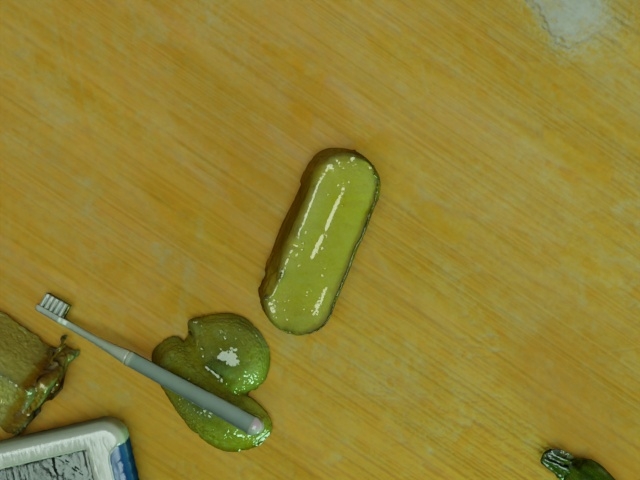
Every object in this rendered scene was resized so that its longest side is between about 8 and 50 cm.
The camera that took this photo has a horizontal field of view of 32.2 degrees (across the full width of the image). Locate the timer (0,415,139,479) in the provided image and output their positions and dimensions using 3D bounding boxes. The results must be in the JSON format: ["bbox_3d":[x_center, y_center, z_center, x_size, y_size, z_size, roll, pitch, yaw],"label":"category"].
[{"bbox_3d":[-0.358,0.335,1.431,0.253,0.078,0.178,-12,93,-1],"label":"timer"}]

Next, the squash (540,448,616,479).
[{"bbox_3d":[0.396,0.397,1.443,0.080,0.071,0.318,-30,94,3],"label":"squash"}]

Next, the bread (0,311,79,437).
[{"bbox_3d":[-0.409,0.175,1.409,0.147,0.127,0.152,35,111,-3],"label":"bread"}]

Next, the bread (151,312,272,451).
[{"bbox_3d":[-0.123,0.185,1.428,0.149,0.065,0.188,-36,92,-2],"label":"bread"}]

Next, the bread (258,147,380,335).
[{"bbox_3d":[0.000,0.000,1.399,0.102,0.094,0.245,20,95,-11],"label":"bread"}]

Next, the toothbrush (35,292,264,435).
[{"bbox_3d":[-0.219,0.156,1.396,0.342,0.025,0.030,29,88,15],"label":"toothbrush"}]
